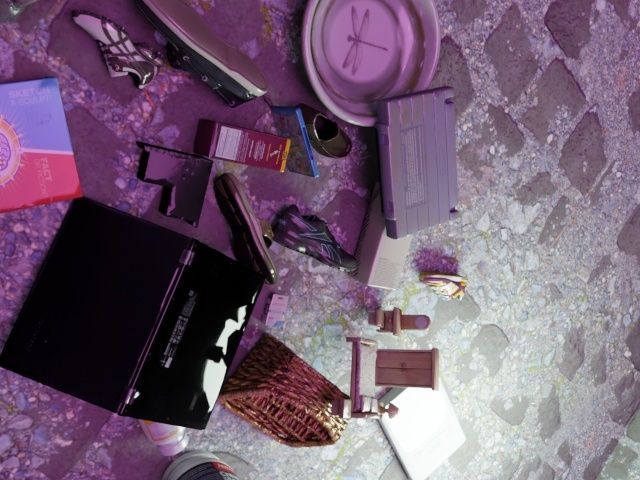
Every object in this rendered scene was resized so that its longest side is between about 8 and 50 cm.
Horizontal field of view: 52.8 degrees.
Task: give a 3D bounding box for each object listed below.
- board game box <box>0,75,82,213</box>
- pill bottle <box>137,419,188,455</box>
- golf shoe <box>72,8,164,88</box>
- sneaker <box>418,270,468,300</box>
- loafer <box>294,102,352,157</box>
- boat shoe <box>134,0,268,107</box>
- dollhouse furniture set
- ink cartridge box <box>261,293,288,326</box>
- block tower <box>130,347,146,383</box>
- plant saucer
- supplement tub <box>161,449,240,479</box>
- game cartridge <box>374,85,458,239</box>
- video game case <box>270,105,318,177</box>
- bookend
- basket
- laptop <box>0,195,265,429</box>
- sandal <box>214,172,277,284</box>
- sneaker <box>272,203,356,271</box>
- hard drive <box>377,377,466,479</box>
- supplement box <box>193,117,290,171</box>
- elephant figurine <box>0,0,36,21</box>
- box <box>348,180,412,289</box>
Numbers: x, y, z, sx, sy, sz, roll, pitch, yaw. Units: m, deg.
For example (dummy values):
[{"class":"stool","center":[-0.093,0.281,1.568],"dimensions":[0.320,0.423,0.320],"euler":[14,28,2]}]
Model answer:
[{"class":"board game box","center":[-0.639,-0.169,1.216],"dimensions":[0.316,0.064,0.242],"euler":[-16,112,-27]},{"class":"pill bottle","center":[-0.376,0.412,1.518],"dimensions":[0.103,0.103,0.184],"euler":[-27,116,-23]},{"class":"golf shoe","center":[-0.413,-0.380,1.289],"dimensions":[0.198,0.077,0.094],"euler":[30,87,-33]},{"class":"sneaker","center":[0.364,0.139,1.916],"dimensions":[0.185,0.069,0.084],"euler":[7,95,-32]},{"class":"loafer","center":[0.015,-0.254,1.567],"dimensions":[0.220,0.078,0.080],"euler":[25,90,-50]},{"class":"boat shoe","center":[-0.266,-0.396,1.358],"dimensions":[0.113,0.127,0.340],"euler":[-31,139,29]},{"class":"dollhouse furniture set","center":[0.178,0.301,1.642],"dimensions":[0.355,0.173,0.303],"euler":[31,59,-63]},{"class":"ink cartridge box","center":[-0.117,0.176,1.655],"dimensions":[0.048,0.028,0.083],"euler":[12,97,-34]},{"class":"block tower","center":[-0.378,0.260,1.482],"dimensions":[0.335,0.097,0.091],"euler":[-21,114,-23]},{"class":"plant saucer","center":[0.111,-0.482,1.567],"dimensions":[0.400,0.100,0.400],"euler":[-9,109,-29]},{"class":"supplement tub","center":[-0.264,0.647,1.551],"dimensions":[0.191,0.272,0.191],"euler":[-9,108,-29]},{"class":"game cartridge","center":[0.248,-0.198,1.645],"dimensions":[0.230,0.068,0.355],"euler":[-16,112,-25]},{"class":"video game case","center":[-0.061,-0.234,1.519],"dimensions":[0.015,0.119,0.166],"euler":[-28,116,-25]},{"class":"bookend","center":[-0.334,-0.121,1.412],"dimensions":[0.156,0.072,0.157],"euler":[9,99,-32]},{"class":"basket","center":[-0.072,0.422,1.641],"dimensions":[0.223,0.213,0.299],"euler":[-51,123,-11]},{"class":"laptop","center":[-0.386,0.168,1.408],"dimensions":[0.408,0.236,0.382],"euler":[34,75,-51]},{"class":"sandal","center":[-0.157,-0.026,1.527],"dimensions":[0.086,0.120,0.303],"euler":[-34,119,-35]},{"class":"sneaker","center":[0.000,0.000,1.636],"dimensions":[0.267,0.101,0.106],"euler":[26,87,-34]},{"class":"hard drive","center":[0.316,0.575,2.023],"dimensions":[0.233,0.047,0.353],"euler":[-36,120,-18]},{"class":"supplement box","center":[-0.178,-0.215,1.462],"dimensions":[0.188,0.104,0.081],"euler":[8,100,-32]},{"class":"elephant figurine","center":[-0.564,-0.470,1.145],"dimensions":[0.169,0.186,0.239],"euler":[-65,153,-54]},{"class":"box","center":[0.177,-0.012,1.744],"dimensions":[0.113,0.094,0.275],"euler":[13,96,-34]}]
